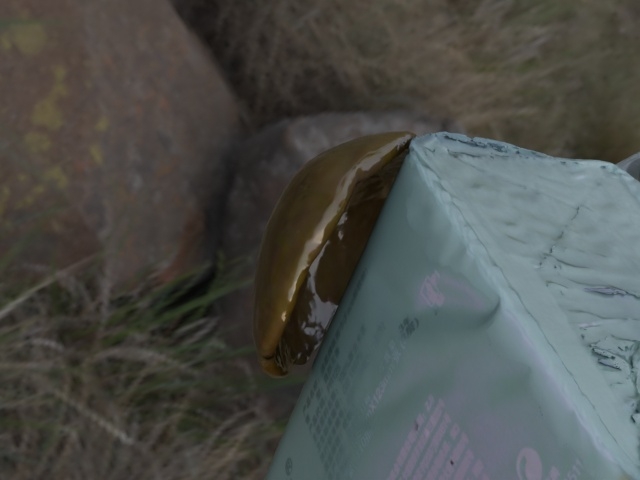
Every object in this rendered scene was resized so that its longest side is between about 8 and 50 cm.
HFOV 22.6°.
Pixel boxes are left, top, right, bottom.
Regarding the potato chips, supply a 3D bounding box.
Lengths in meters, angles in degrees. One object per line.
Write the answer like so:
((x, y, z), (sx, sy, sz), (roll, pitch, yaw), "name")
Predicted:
((-0.001, 0.000, 1.092), (0.061, 0.195, 0.208), (29, 14, 10), "potato chips")

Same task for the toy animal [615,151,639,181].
((0.286, 0.003, 1.349), (0.174, 0.289, 0.249), (53, 56, -37), "toy animal")

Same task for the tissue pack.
((0.120, 0.190, 1.053), (0.205, 0.405, 0.332), (3, 38, -26), "tissue pack")
